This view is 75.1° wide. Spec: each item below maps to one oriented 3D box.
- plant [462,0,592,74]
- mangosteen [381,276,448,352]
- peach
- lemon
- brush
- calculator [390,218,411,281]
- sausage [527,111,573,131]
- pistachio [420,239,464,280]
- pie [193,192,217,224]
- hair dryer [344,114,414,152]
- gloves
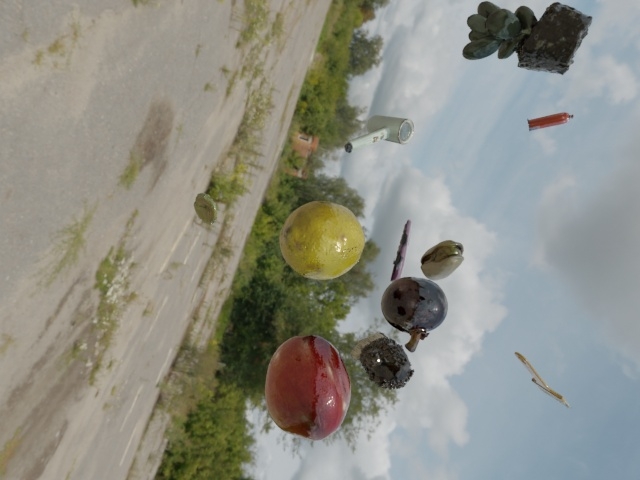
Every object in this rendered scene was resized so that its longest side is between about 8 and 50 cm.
[{"bbox_3d":[0.498,-0.505,1.025,0.147,0.274,0.149,-66,156,-5],"label":"plant"},{"bbox_3d":[0.327,0.257,1.448,0.235,0.235,0.262,122,-26,-62],"label":"mangosteen"},{"bbox_3d":[-0.031,0.408,1.173,0.245,0.248,0.275,-161,-116,-69],"label":"peach"},{"bbox_3d":[0.000,0.000,1.339,0.257,0.310,0.258,-3,-94,39],"label":"lemon"},{"bbox_3d":[0.620,0.391,1.187,0.013,0.272,0.103,-48,-153,-5],"label":"brush"},{"bbox_3d":[0.354,0.049,1.785,0.194,0.043,0.295,50,54,-70],"label":"calculator"},{"bbox_3d":[0.823,-0.431,1.493,0.048,0.145,0.050,-10,93,-57],"label":"sausage"},{"bbox_3d":[0.603,0.104,2.050,0.288,0.197,0.166,136,-45,-65],"label":"pistachio"},{"bbox_3d":[-0.278,-0.076,1.017,0.020,0.084,0.084,-34,158,-43],"label":"pie"},{"bbox_3d":[0.145,-0.294,1.193,0.236,0.131,0.073,-33,129,-32],"label":"hair dryer"},{"bbox_3d":[0.241,0.468,1.646,0.312,0.210,0.135,22,-69,62],"label":"gloves"}]
